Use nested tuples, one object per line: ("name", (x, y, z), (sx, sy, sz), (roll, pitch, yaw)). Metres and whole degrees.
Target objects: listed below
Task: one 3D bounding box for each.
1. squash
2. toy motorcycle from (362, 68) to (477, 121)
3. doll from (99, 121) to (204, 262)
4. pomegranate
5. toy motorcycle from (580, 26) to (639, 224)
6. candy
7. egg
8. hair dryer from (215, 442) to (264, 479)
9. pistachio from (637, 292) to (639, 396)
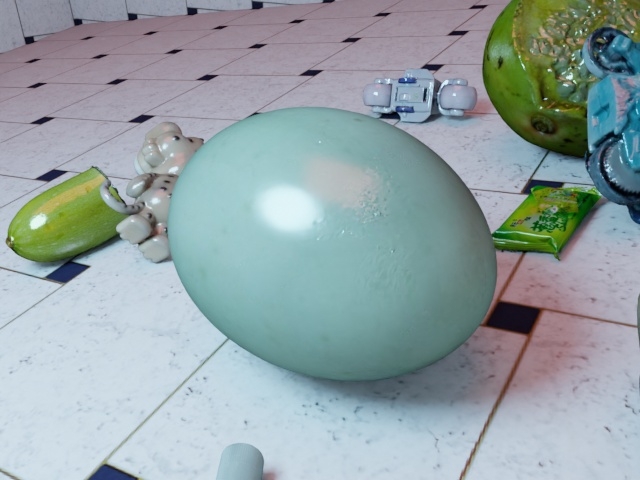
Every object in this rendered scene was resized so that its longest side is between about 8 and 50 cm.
("squash", (-0.404, -0.029, 1.043), (0.187, 0.123, 0.123), (-35, 38, -32))
("toy motorcycle", (0.206, -0.295, 1.354), (0.254, 0.112, 0.112), (11, 35, 35))
("doll", (-0.252, -0.086, 1.065), (0.119, 0.154, 0.278), (-29, 23, 26))
("pomegranate", (0.433, -0.286, 1.087), (0.310, 0.216, 0.358), (30, 62, 15))
("toy motorcycle", (0.446, -0.157, 0.871), (0.206, 0.154, 0.260), (7, 73, -8))
("candy", (0.311, -0.034, 0.906), (0.102, 0.032, 0.178), (13, 37, 36))
("egg", (0.000, 0.000, 0.695), (0.389, 0.276, 0.276), (22, 42, 40))
("hair dryer", (-0.004, 0.234, 0.535), (0.183, 0.044, 0.155), (-3, 31, 3))
("pistachio", (0.364, 0.111, 0.448), (0.208, 0.226, 0.332), (-51, 26, 2))
